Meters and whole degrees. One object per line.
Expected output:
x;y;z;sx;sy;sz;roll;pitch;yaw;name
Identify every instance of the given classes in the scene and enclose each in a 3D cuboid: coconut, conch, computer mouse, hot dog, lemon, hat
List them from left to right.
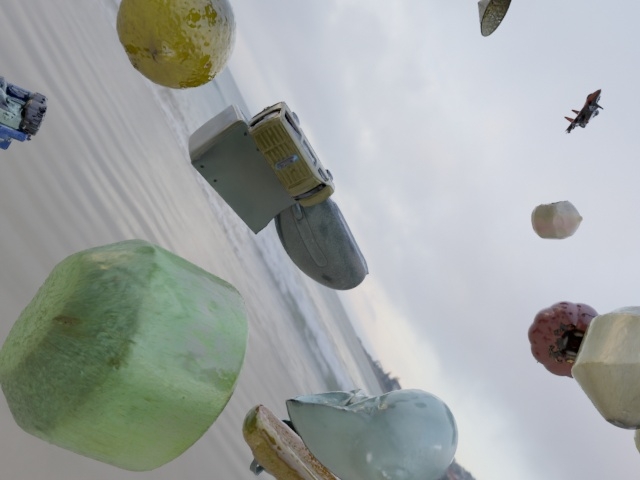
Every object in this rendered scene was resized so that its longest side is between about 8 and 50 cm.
-0.250;0.164;0.689;0.329;0.282;0.328;11;75;-47;coconut
-0.302;-0.452;1.026;0.267;0.268;0.267;154;-90;-89;lemon
-0.020;0.373;0.748;0.286;0.061;0.088;48;1;-3;hot dog
0.000;0.001;1.394;0.373;0.203;0.114;56;33;-14;computer mouse
0.052;0.226;0.573;0.185;0.120;0.221;36;-29;-22;conch
0.468;-0.655;1.348;0.067;0.146;0.146;39;-13;26;hat
0.625;-0.057;1.264;0.125;0.110;0.110;-3;-62;50;coconut
0.581;0.240;0.887;0.202;0.221;0.202;25;-20;10;coconut

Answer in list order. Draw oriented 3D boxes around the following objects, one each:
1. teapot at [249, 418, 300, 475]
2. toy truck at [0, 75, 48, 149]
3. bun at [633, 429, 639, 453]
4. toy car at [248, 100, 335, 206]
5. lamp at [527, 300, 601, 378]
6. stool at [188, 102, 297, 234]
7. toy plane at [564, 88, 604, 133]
-0.118;0.645;1.518;0.193;0.129;0.294;28;16;27;teapot
-0.645;-0.264;1.001;0.113;0.126;0.208;22;16;-33;toy truck
0.717;0.432;0.916;0.229;0.145;0.229;-15;90;-79;bun
-0.058;-0.174;1.079;0.256;0.101;0.124;57;17;-29;toy car
0.577;0.227;1.117;0.181;0.182;0.140;64;20;4;lamp
-0.207;-0.201;1.305;0.269;0.170;0.243;51;5;-30;stool
0.731;-0.357;1.312;0.061;0.130;0.189;47;-3;8;toy plane
